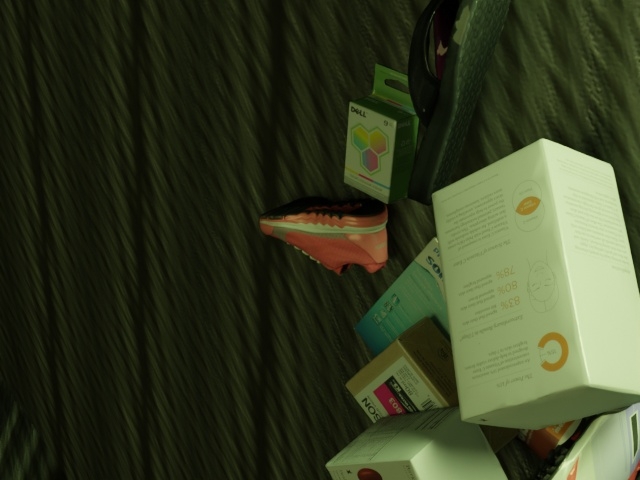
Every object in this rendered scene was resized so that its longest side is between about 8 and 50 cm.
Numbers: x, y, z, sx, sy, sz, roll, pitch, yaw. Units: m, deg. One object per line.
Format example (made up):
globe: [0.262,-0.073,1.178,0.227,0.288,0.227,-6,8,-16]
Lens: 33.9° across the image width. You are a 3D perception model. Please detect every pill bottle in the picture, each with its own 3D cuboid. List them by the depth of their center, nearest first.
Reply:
pill bottle: [0.370,0.285,1.653,0.216,0.121,0.121,37,132,31]

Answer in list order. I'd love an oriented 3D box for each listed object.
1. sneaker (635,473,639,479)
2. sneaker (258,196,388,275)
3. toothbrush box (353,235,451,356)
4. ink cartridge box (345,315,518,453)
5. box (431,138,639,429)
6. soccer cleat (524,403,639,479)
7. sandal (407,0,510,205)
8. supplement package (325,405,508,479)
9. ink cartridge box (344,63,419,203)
sneaker: [0.551,0.340,1.417,0.208,0.127,0.319,41,171,21]
sneaker: [0.000,0.000,1.937,0.314,0.116,0.136,5,112,47]
toothbrush box: [0.220,0.133,1.740,0.216,0.126,0.295,51,139,15]
ink cartridge box: [0.174,0.269,1.694,0.234,0.088,0.193,51,140,10]
box: [0.305,0.069,1.464,0.215,0.168,0.345,-27,59,43]
soccer cleat: [0.424,0.299,1.521,0.116,0.318,0.108,41,178,1]
sandal: [0.180,-0.248,1.563,0.107,0.167,0.445,26,129,15]
supplement package: [0.156,0.377,1.594,0.203,0.149,0.194,-21,100,51]
ink cartridge box: [0.104,-0.180,1.775,0.109,0.062,0.209,29,127,37]
